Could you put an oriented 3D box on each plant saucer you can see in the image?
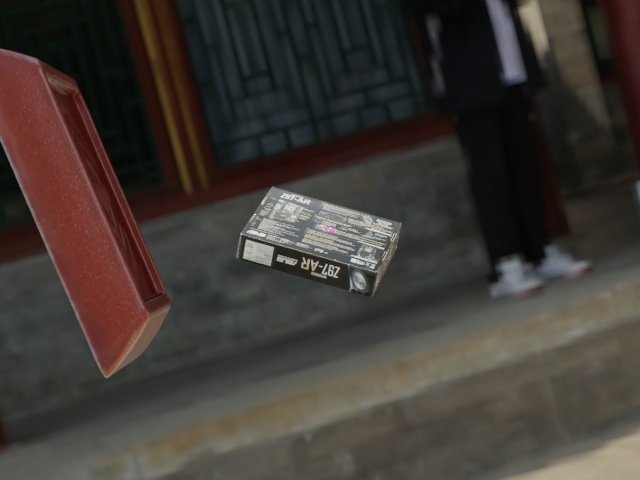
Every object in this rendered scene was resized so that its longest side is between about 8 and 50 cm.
[{"bbox_3d":[-0.182,-0.031,1.437,0.047,0.259,0.258,-24,0,0],"label":"plant saucer"}]

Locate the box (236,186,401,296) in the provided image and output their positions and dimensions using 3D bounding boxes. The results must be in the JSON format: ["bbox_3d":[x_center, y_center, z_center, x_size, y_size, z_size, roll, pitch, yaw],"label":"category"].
[{"bbox_3d":[0.000,0.000,1.097,0.083,0.018,0.067,15,29,8],"label":"box"}]
